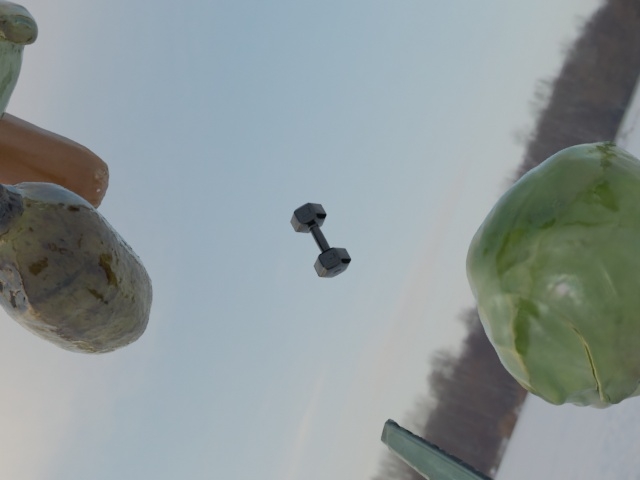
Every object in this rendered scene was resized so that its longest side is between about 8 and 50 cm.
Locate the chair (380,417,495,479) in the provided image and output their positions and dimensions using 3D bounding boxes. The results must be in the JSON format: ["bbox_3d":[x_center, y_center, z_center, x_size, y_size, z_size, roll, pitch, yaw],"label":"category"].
[{"bbox_3d":[0.043,0.213,0.394,0.190,0.274,0.203,3,-79,-42],"label":"chair"}]

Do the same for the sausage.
[{"bbox_3d":[-0.414,-0.113,1.394,0.105,0.274,0.105,-158,90,-77],"label":"sausage"}]

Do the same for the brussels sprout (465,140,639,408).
[{"bbox_3d":[0.328,0.037,1.276,0.247,0.328,0.328,-112,34,-61],"label":"brussels sprout"}]

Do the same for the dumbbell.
[{"bbox_3d":[0.000,0.000,1.130,0.036,0.083,0.040,-17,-25,-26],"label":"dumbbell"}]

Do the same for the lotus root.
[{"bbox_3d":[-0.252,0.023,1.019,0.128,0.145,0.260,-34,-35,-4],"label":"lotus root"}]

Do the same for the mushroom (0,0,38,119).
[{"bbox_3d":[-0.380,-0.101,1.035,0.312,0.100,0.081,-61,-31,-3],"label":"mushroom"}]
